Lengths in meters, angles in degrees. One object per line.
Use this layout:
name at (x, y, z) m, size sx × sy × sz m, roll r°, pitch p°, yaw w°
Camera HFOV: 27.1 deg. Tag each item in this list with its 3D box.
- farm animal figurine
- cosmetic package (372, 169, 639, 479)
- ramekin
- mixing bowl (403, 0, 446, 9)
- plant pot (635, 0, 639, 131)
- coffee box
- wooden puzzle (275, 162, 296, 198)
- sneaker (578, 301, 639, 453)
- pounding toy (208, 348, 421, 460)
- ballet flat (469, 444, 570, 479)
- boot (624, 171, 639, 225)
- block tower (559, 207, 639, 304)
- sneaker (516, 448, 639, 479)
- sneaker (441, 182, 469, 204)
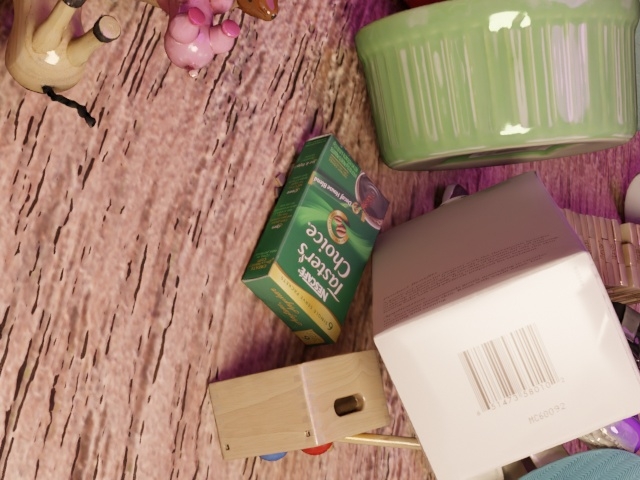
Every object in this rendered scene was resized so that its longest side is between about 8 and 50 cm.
farm animal figurine at (-0.173, -0.267, 1.109) m, size 0.330 × 0.172 × 0.327 m, roll -30°, pitch 88°, yaw -44°
cosmetic package at (0.161, 0.064, 1.244) m, size 0.365 × 0.197 × 0.155 m, roll -74°, pitch 140°, yaw -76°
ramekin at (0.193, -0.162, 1.411) m, size 0.303 × 0.303 × 0.148 m, roll -4°, pitch 88°, yaw -52°
mixing bowl at (0.152, -0.315, 1.567) m, size 0.181 × 0.098 × 0.181 m, roll 22°, pitch 60°, yaw -46°
plant pot at (0.368, -0.285, 1.698) m, size 0.247 × 0.252 × 0.248 m, roll 44°, pitch 47°, yaw -32°
coffee box at (0.000, 0.000, 1.303) m, size 0.113 × 0.040 × 0.184 m, roll 48°, pitch 49°, yaw -31°
wooden puzzle at (-0.017, -0.045, 1.335) m, size 0.083 × 0.006 × 0.049 m, roll 39°, pitch 50°, yaw -37°
sneaker at (0.299, 0.134, 1.441) m, size 0.102 × 0.146 × 0.293 m, roll 39°, pitch 4°, yaw -11°
pounding toy at (0.002, 0.157, 1.187) m, size 0.141 × 0.130 × 0.100 m, roll -5°, pitch 81°, yaw -52°
ballet flat at (0.243, 0.312, 1.431) m, size 0.400 × 0.139 × 0.139 m, roll 58°, pitch 41°, yaw -20°
boot at (0.514, -0.005, 1.926) m, size 0.123 × 0.095 × 0.258 m, roll -50°, pitch 125°, yaw -54°
block tower at (0.360, 0.027, 1.709) m, size 0.335 × 0.091 × 0.097 m, roll 9°, pitch 70°, yaw -49°
sneaker at (0.225, 0.359, 1.318) m, size 0.208 × 0.319 × 0.127 m, roll 55°, pitch -3°, yaw -32°
sneaker at (0.197, -0.002, 1.537) m, size 0.158 × 0.065 × 0.061 m, roll 60°, pitch 40°, yaw -18°
